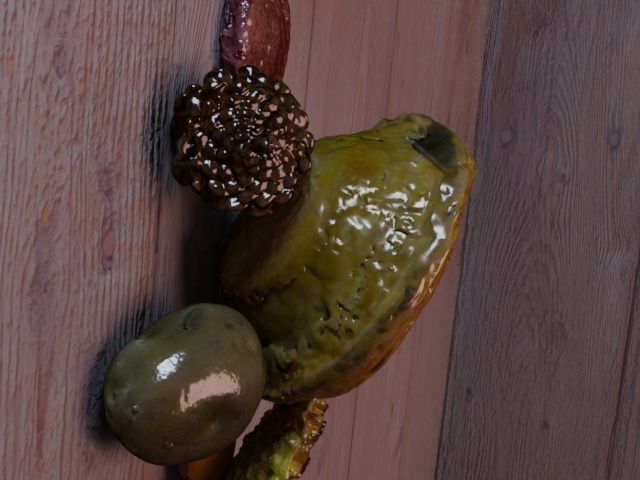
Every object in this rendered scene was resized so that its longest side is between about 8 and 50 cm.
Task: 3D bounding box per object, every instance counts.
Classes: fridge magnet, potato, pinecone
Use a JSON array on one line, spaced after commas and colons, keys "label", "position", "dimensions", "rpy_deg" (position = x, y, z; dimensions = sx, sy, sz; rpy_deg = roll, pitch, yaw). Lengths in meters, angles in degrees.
[{"label": "fridge magnet", "position": [-0.151, 0.271, 1.526], "dimensions": [0.143, 0.063, 0.143], "rpy_deg": [8, 90, -75]}, {"label": "potato", "position": [-0.155, 0.167, 1.322], "dimensions": [0.235, 0.160, 0.177], "rpy_deg": [-9, 83, -58]}, {"label": "pinecone", "position": [-0.095, -0.120, 1.346], "dimensions": [0.179, 0.150, 0.195], "rpy_deg": [48, 29, -17]}]

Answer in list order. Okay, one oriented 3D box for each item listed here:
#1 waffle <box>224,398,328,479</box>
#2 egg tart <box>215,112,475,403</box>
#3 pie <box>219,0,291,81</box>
[{"label": "waffle", "position": [-0.083, 0.302, 1.540], "dimensions": [0.243, 0.059, 0.238], "rpy_deg": [-56, -168, -17]}, {"label": "egg tart", "position": [0.000, 0.000, 1.485], "dimensions": [0.178, 0.443, 0.443], "rpy_deg": [33, 59, -27]}, {"label": "pie", "position": [-0.082, -0.263, 1.504], "dimensions": [0.182, 0.050, 0.182], "rpy_deg": [8, 90, -74]}]
